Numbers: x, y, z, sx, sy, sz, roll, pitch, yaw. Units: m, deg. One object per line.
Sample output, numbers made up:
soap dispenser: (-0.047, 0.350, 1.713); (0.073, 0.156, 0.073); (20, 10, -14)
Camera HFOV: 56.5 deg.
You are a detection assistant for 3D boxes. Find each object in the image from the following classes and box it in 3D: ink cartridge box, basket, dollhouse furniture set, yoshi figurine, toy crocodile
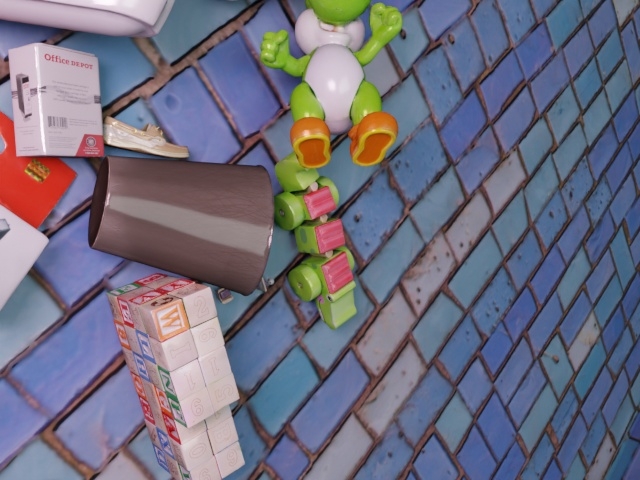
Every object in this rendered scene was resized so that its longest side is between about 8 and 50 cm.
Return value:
ink cartridge box: (-0.341, -0.176, 0.775); (0.099, 0.056, 0.135); (-12, 102, -62)
basket: (-0.200, -0.033, 0.850); (0.226, 0.154, 0.205); (9, 70, -29)
dollhouse furniture set: (-0.128, 0.037, 0.970); (0.091, 0.081, 0.114); (-27, 110, -35)
yoshi figurine: (0.024, -0.308, 0.941); (0.203, 0.203, 0.362); (22, 54, -43)
toy crocodile: (0.000, 0.000, 1.056); (0.115, 0.105, 0.341); (-26, 110, -35)
ink cartridge box: (-0.436, -0.073, 0.686); (0.275, 0.060, 0.239); (46, 56, -37)

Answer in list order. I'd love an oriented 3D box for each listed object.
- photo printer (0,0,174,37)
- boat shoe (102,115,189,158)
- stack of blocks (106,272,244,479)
photo printer: (-0.305, -0.373, 0.682); (0.307, 0.107, 0.256); (8, 89, -4)
boat shoe: (-0.253, -0.149, 0.872); (0.135, 0.050, 0.045); (7, 94, -39)
stack of blocks: (-0.201, 0.208, 0.867); (0.087, 0.171, 0.297); (-22, 108, -36)
